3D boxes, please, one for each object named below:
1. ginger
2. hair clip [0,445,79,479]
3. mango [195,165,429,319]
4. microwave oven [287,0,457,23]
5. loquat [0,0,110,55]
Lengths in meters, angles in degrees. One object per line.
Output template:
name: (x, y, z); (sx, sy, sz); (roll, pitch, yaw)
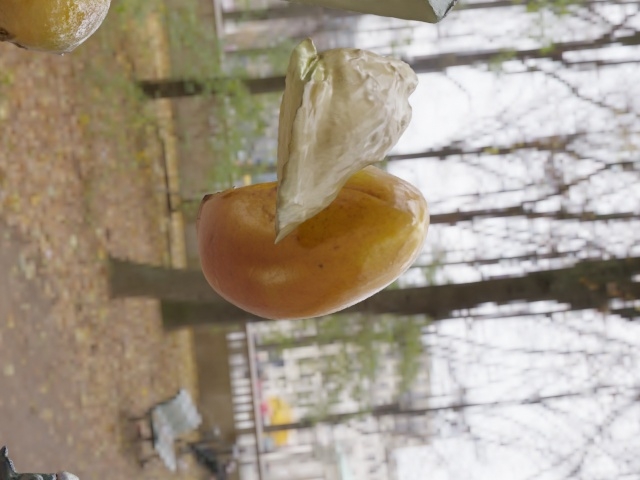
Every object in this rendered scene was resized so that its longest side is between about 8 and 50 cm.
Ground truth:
ginger: (0.014, -0.081, 1.189); (0.115, 0.123, 0.193); (-105, -157, -45)
hair clip: (-0.170, 0.199, 0.806); (0.187, 0.056, 0.146); (-107, -148, -49)
mango: (0.000, 0.000, 1.322); (0.257, 0.187, 0.138); (8, -60, 60)
microwave oven: (-0.035, -0.323, 0.890); (0.286, 0.355, 0.218); (-56, 137, -18)
loquat: (-0.320, -0.290, 1.605); (0.137, 0.163, 0.163); (39, 20, -25)
